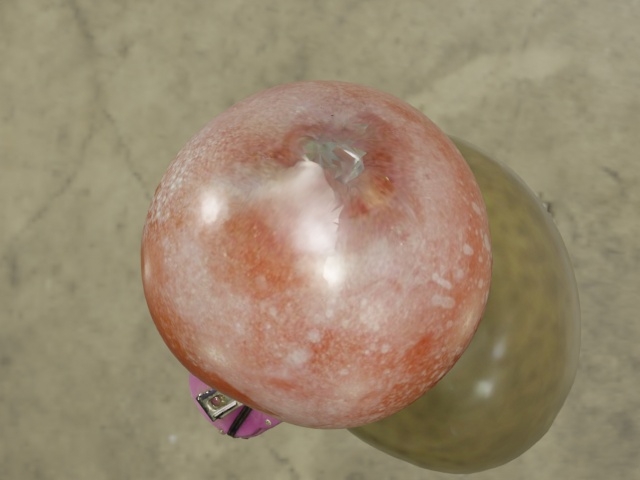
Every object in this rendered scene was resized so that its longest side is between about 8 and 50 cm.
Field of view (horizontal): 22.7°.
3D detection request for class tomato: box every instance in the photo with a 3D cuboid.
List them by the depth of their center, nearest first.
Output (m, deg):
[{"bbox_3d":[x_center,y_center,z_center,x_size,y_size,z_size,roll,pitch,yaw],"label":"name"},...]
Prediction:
[{"bbox_3d":[0.000,0.000,1.210,0.270,0.270,0.227,60,161,29],"label":"tomato"}]

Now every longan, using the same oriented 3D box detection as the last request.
[{"bbox_3d":[0.102,0.049,1.475,0.288,0.288,0.350,-46,44,30],"label":"longan"}]

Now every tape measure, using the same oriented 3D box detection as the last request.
[{"bbox_3d":[-0.090,0.169,1.844,0.118,0.074,0.125,52,132,-1],"label":"tape measure"}]
